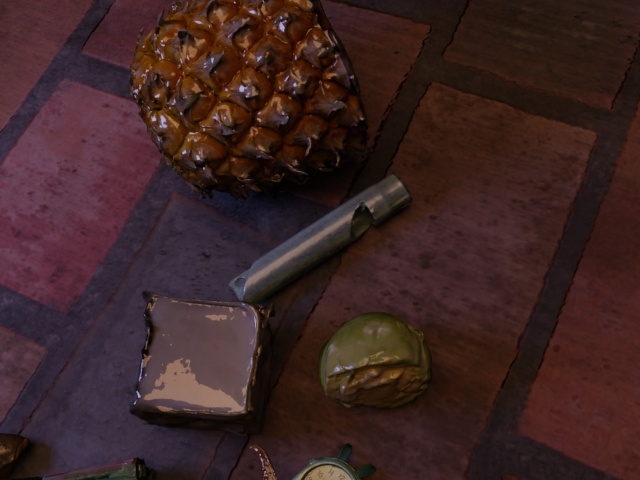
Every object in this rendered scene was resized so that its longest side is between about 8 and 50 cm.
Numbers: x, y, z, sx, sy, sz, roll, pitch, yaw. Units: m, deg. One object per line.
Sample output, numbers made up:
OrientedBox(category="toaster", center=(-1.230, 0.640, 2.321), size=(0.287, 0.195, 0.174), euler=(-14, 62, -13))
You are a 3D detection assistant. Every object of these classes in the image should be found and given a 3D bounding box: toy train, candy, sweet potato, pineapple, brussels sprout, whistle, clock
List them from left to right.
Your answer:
OrientedBox(category="sweet potato", center=(-0.550, 0.318, 1.014), size=(0.244, 0.077, 0.077), euler=(-4, 66, 6))
OrientedBox(category="toy train", center=(-0.311, 0.335, 0.969), size=(0.148, 0.071, 0.038), euler=(-11, 66, 4))
OrientedBox(category="candy", center=(-0.162, 0.173, 0.981), size=(0.195, 0.137, 0.185), euler=(1, 67, 8))
OrientedBox(category="pineapple", center=(-0.106, -0.217, 1.044), size=(0.300, 0.352, 0.352), euler=(-28, 65, 4))
OrientedBox(category="whistle", center=(0.000, 0.000, 1.074), size=(0.312, 0.062, 0.062), euler=(-33, 66, -6))
OrientedBox(category="clock", center=(0.014, 0.342, 0.932), size=(0.101, 0.041, 0.135), euler=(37, 76, 22))
OrientedBox(category="brussels sprout", center=(0.072, 0.156, 0.953), size=(0.151, 0.149, 0.122), euler=(12, 44, -28))

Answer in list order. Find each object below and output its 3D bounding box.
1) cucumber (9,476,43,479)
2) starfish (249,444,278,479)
OrientedBox(category="cucumber", center=(-0.470, 0.395, 0.967), size=(0.193, 0.086, 0.115), euler=(-15, 64, -4))
OrientedBox(category="starfish", center=(-0.067, 0.383, 0.890), size=(0.238, 0.057, 0.213), euler=(14, 96, 35))
